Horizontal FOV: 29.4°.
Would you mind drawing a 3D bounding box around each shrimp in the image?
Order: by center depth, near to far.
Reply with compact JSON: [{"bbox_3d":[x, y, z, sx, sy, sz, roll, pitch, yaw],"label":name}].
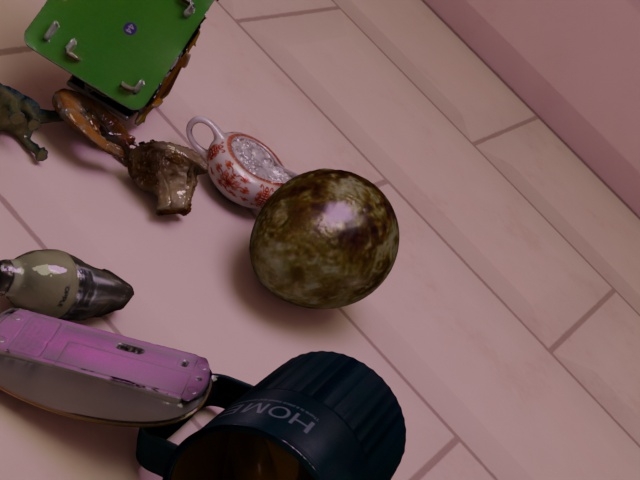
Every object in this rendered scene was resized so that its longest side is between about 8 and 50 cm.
[{"bbox_3d":[-0.371,-0.179,2.021,0.187,0.051,0.132,34,27,-38],"label":"shrimp"}]

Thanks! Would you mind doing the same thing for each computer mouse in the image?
[{"bbox_3d":[-0.297,0.171,1.597,0.310,0.072,0.158,14,24,1],"label":"computer mouse"}]

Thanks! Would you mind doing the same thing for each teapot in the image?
[{"bbox_3d":[-0.143,-0.134,2.203,0.245,0.116,0.159,35,42,-15],"label":"teapot"}]

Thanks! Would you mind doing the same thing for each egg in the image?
[{"bbox_3d":[0.000,0.000,2.063,0.289,0.238,0.238,-15,61,-46],"label":"egg"}]

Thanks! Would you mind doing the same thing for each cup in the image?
[{"bbox_3d":[-0.060,0.304,1.641,0.292,0.308,0.242,-35,110,-60],"label":"cup"}]

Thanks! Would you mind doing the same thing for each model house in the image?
[{"bbox_3d":[-0.315,-0.392,2.131,0.242,0.357,0.313,30,-9,-3],"label":"model house"}]

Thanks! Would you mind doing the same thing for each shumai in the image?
[{"bbox_3d":[-0.256,-0.097,2.033,0.145,0.145,0.116,17,74,-36],"label":"shumai"}]

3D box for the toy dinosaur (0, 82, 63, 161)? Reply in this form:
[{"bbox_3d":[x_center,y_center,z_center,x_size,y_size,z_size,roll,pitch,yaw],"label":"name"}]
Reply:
[{"bbox_3d":[-0.504,-0.208,1.921,0.363,0.076,0.147,19,27,-43],"label":"toy dinosaur"}]

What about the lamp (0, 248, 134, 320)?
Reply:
[{"bbox_3d":[-0.359,0.063,1.700,0.250,0.101,0.101,13,40,-46],"label":"lamp"}]
